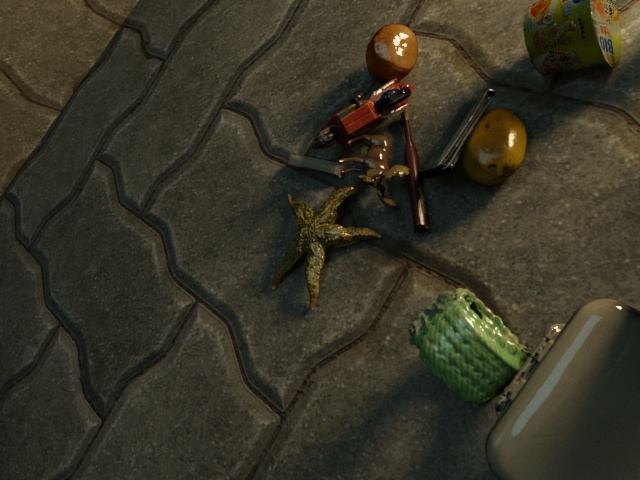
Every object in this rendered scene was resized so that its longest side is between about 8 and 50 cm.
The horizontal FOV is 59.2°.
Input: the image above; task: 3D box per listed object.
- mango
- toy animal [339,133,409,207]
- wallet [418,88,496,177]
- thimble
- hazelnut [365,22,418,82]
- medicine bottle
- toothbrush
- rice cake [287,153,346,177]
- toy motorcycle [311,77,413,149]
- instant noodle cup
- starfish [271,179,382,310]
[{"bbox_3d":[0.394,-0.219,1.275,0.138,0.098,0.195,5,70,25],"label":"mango"},{"bbox_3d":[0.142,-0.189,1.443,0.186,0.093,0.214,12,60,15],"label":"toy animal"},{"bbox_3d":[0.316,-0.244,1.318,0.222,0.036,0.167,-58,5,1],"label":"wallet"},{"bbox_3d":[0.286,0.199,1.098,0.150,0.219,0.219,-48,51,12],"label":"thimble"},{"bbox_3d":[0.193,-0.506,1.538,0.150,0.150,0.150,-15,63,30],"label":"hazelnut"},{"bbox_3d":[0.469,0.298,0.952,0.282,0.123,0.375,35,92,17],"label":"medicine bottle"},{"bbox_3d":[0.231,-0.184,1.417,0.041,0.041,0.363,-19,59,28],"label":"toothbrush"},{"bbox_3d":[-0.013,-0.216,1.611,0.207,0.036,0.047,15,92,38],"label":"rice cake"},{"bbox_3d":[0.108,-0.332,1.504,0.298,0.171,0.089,-28,93,20],"label":"toy motorcycle"},{"bbox_3d":[0.547,-0.459,1.225,0.153,0.205,0.204,-5,67,45],"label":"instant noodle cup"},{"bbox_3d":[-0.001,0.001,1.489,0.348,0.078,0.357,-13,63,28],"label":"starfish"}]
